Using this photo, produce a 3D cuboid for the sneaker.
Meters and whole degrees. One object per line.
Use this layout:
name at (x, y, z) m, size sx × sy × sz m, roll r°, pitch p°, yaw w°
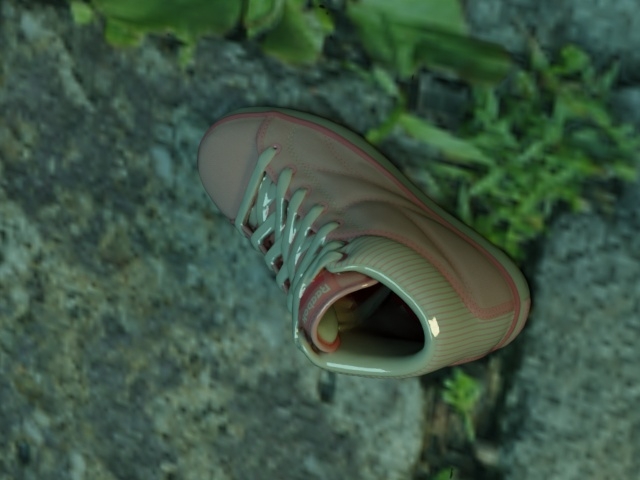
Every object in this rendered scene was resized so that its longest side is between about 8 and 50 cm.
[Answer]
sneaker at (0.000, 0.000, 0.553) m, size 0.134 × 0.070 × 0.051 m, roll 33°, pitch 120°, yaw 21°
